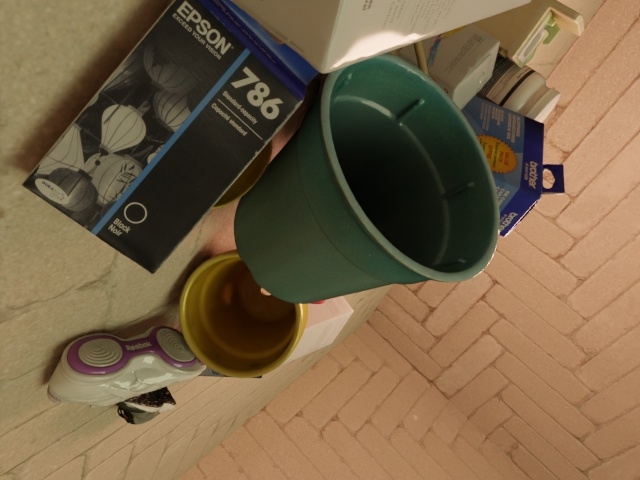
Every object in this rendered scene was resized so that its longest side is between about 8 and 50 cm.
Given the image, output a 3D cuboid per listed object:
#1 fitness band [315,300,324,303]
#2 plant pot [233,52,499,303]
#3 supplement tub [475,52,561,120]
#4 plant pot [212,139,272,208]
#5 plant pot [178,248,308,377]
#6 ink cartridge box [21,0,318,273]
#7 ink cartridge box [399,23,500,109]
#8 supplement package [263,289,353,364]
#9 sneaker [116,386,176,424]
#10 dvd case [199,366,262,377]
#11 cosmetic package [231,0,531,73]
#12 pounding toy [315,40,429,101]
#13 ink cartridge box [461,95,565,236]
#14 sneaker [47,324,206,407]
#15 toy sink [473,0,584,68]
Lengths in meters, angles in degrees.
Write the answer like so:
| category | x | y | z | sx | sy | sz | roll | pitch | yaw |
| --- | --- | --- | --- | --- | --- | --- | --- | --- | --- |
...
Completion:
| category | x | y | z | sx | sy | sz | roll | pitch | yaw |
| --- | --- | --- | --- | --- | --- | --- | --- | --- | --- |
| fitness band | 0.000 | 0.000 | 1.040 | 0.209 | 0.054 | 0.291 | 107 | -13 | -89 |
| plant pot | 0.044 | -0.055 | 0.736 | 0.341 | 0.341 | 0.334 | -31 | 180 | -42 |
| supplement tub | 0.449 | -0.381 | 1.179 | 0.191 | 0.272 | 0.191 | -42 | 162 | -17 |
| plant pot | -0.148 | -0.125 | 0.629 | 0.134 | 0.095 | 0.134 | -42 | 161 | -18 |
| plant pot | -0.141 | 0.133 | 0.992 | 0.254 | 0.254 | 0.239 | -51 | 178 | 11 |
| ink cartridge box | -0.146 | -0.138 | 0.504 | 0.333 | 0.165 | 0.065 | -50 | -159 | 2 |
| ink cartridge box | 0.238 | -0.357 | 0.899 | 0.127 | 0.176 | 0.128 | -48 | 162 | 1 |
| supplement package | -0.092 | 0.221 | 1.269 | 0.292 | 0.175 | 0.178 | -13 | 144 | -40 |
| sneaker | -0.426 | 0.382 | 1.058 | 0.108 | 0.100 | 0.272 | -37 | 160 | -15 |
| dvd case | -0.264 | 0.290 | 1.076 | 0.180 | 0.252 | 0.022 | 102 | -10 | -59 |
| cosmetic package | 0.092 | -0.355 | 0.487 | 0.453 | 0.230 | 0.162 | -33 | 158 | -36 |
| pounding toy | 0.080 | -0.270 | 0.752 | 0.154 | 0.154 | 0.270 | -37 | 160 | -42 |
| ink cartridge box | 0.340 | -0.188 | 1.026 | 0.151 | 0.395 | 0.270 | 113 | 0 | -52 |
| sneaker | -0.365 | 0.246 | 0.880 | 0.152 | 0.114 | 0.305 | -47 | 146 | 21 |
| toy sink | 0.441 | -0.481 | 1.017 | 0.152 | 0.234 | 0.131 | -20 | 147 | -57 |
